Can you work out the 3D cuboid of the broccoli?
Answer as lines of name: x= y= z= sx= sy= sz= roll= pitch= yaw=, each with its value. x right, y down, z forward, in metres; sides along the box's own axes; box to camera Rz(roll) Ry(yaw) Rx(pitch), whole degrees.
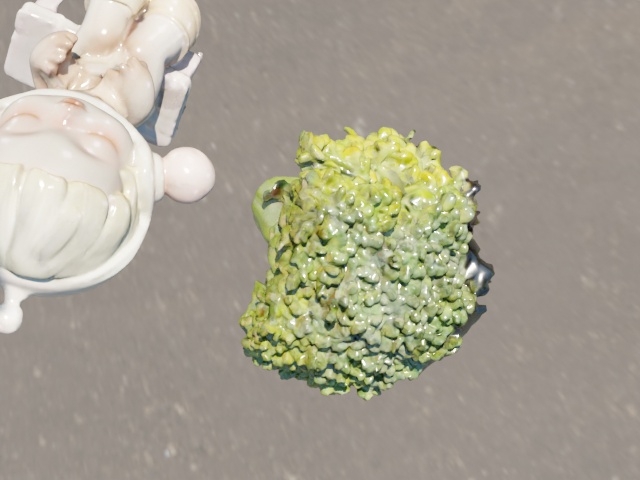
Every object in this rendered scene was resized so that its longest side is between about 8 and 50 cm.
broccoli: x=0.000 y=0.003 z=1.469 sx=0.180 sy=0.273 sz=0.242 roll=13 pitch=107 yaw=-56

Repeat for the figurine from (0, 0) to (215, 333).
figurine: x=-0.174 y=-0.059 z=1.114 sx=0.182 sy=0.256 sz=0.144 roll=37 pitch=135 yaw=-16
